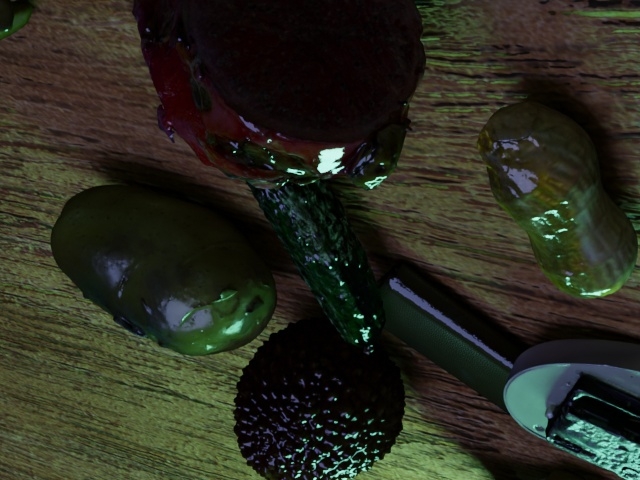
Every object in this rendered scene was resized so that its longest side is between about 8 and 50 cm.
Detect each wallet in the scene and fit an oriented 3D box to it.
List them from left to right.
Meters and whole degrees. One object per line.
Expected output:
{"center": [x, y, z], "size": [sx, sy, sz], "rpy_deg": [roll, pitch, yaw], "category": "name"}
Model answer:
{"center": [0.135, 0.099, 1.876], "size": [0.198, 0.031, 0.110], "rpy_deg": [35, 155, -4], "category": "wallet"}

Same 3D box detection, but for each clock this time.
{"center": [0.267, 0.159, 1.767], "size": [0.198, 0.064, 0.172], "rpy_deg": [24, 147, 0], "category": "clock"}

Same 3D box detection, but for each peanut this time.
{"center": [0.188, -0.032, 1.523], "size": [0.087, 0.087, 0.206], "rpy_deg": [9, 148, 41], "category": "peanut"}

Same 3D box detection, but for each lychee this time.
{"center": [-0.005, 0.172, 2.006], "size": [0.188, 0.188, 0.188], "rpy_deg": [26, 154, 14], "category": "lychee"}

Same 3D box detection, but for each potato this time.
{"center": [-0.160, 0.031, 1.965], "size": [0.248, 0.143, 0.169], "rpy_deg": [25, 143, 18], "category": "potato"}

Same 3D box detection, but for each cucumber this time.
{"center": [0.000, 0.000, 1.784], "size": [0.068, 0.067, 0.293], "rpy_deg": [8, 138, 42], "category": "cucumber"}

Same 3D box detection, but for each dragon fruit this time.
{"center": [-0.036, -0.145, 1.468], "size": [0.282, 0.211, 0.147], "rpy_deg": [57, 150, 12], "category": "dragon fruit"}

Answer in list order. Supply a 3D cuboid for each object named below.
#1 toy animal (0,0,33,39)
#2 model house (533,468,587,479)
{"center": [-0.389, -0.212, 1.799], "size": [0.181, 0.180, 0.363], "rpy_deg": [45, 175, -9], "category": "toy animal"}
{"center": [0.254, 0.359, 1.997], "size": [0.291, 0.253, 0.184], "rpy_deg": [-21, 137, 40], "category": "model house"}
